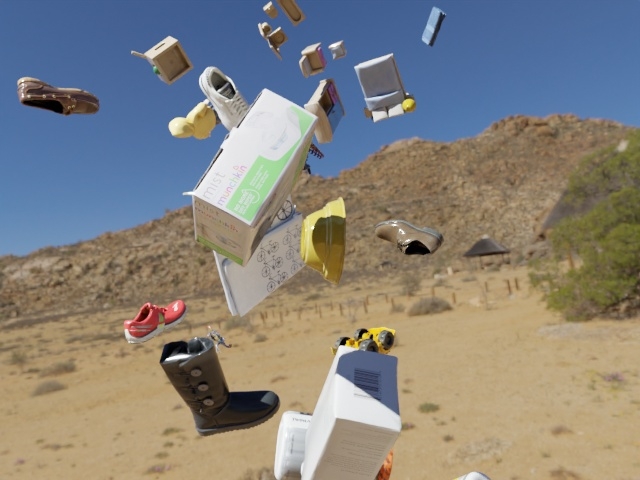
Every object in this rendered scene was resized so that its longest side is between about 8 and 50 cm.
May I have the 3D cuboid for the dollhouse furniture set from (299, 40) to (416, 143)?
[{"bbox_3d":[0.117,-0.475,1.731,0.303,0.286,0.198,-9,34,24],"label":"dollhouse furniture set"}]

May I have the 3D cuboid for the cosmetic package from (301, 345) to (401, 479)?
[{"bbox_3d":[0.064,0.470,1.364,0.156,0.217,0.385,12,-52,-4],"label":"cosmetic package"}]

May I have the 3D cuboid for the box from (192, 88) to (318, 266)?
[{"bbox_3d":[-0.131,-0.116,1.090,0.126,0.262,0.231,29,-24,0],"label":"box"}]

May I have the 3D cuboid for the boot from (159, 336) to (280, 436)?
[{"bbox_3d":[-0.383,0.552,2.200,0.366,0.445,0.146,-18,29,-6],"label":"boot"}]

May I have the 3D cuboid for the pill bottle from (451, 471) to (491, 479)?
[{"bbox_3d":[0.295,0.582,1.223,0.103,0.103,0.184,-1,-32,-41],"label":"pill bottle"}]

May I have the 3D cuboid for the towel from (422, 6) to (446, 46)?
[{"bbox_3d":[0.388,-0.734,1.920,0.029,0.067,0.120,0,-50,-22],"label":"towel"}]

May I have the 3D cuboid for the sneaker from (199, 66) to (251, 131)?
[{"bbox_3d":[-0.237,-0.368,1.527,0.090,0.235,0.095,-48,20,-16],"label":"sneaker"}]

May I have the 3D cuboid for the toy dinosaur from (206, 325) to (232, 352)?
[{"bbox_3d":[-0.323,0.318,1.813,0.047,0.090,0.082,-38,-53,15],"label":"toy dinosaur"}]

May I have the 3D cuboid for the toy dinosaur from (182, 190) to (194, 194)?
[{"bbox_3d":[-0.363,-0.216,1.902,0.268,0.064,0.118,-39,26,7],"label":"toy dinosaur"}]

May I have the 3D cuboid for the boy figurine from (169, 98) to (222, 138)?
[{"bbox_3d":[-0.481,-0.484,2.275,0.285,0.092,0.177,-33,-29,-24],"label":"boy figurine"}]

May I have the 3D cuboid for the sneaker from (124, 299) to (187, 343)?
[{"bbox_3d":[-0.616,0.283,2.106,0.107,0.118,0.279,-3,19,34],"label":"sneaker"}]

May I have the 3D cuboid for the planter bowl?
[{"bbox_3d":[0.000,0.000,1.361,0.090,0.217,0.217,3,-7,-7],"label":"planter bowl"}]

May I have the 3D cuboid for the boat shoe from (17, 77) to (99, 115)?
[{"bbox_3d":[-0.683,-0.361,1.468,0.207,0.073,0.073,3,-34,-42],"label":"boat shoe"}]

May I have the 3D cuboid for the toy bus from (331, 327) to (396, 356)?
[{"bbox_3d":[0.168,0.421,1.930,0.220,0.212,0.149,-19,7,-42],"label":"toy bus"}]

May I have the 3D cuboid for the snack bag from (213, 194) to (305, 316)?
[{"bbox_3d":[-0.163,-0.007,1.555,0.037,0.343,0.323,14,37,39],"label":"snack bag"}]

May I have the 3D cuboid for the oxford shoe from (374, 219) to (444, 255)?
[{"bbox_3d":[0.264,-0.005,1.766,0.227,0.083,0.096,13,45,31],"label":"oxford shoe"}]

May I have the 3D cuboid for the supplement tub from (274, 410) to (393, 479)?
[{"bbox_3d":[0.038,0.645,1.712,0.337,0.207,0.207,8,-8,-6],"label":"supplement tub"}]

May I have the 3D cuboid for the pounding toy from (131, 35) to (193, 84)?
[{"bbox_3d":[-0.543,-0.622,1.925,0.141,0.130,0.100,-41,46,-12],"label":"pounding toy"}]

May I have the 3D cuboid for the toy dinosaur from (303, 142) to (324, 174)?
[{"bbox_3d":[-0.105,-0.350,2.041,0.321,0.219,0.164,5,-15,-24],"label":"toy dinosaur"}]

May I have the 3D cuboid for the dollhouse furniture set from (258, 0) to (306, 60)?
[{"bbox_3d":[-0.127,-0.731,1.892,0.151,0.123,0.144,-34,-54,13],"label":"dollhouse furniture set"}]
